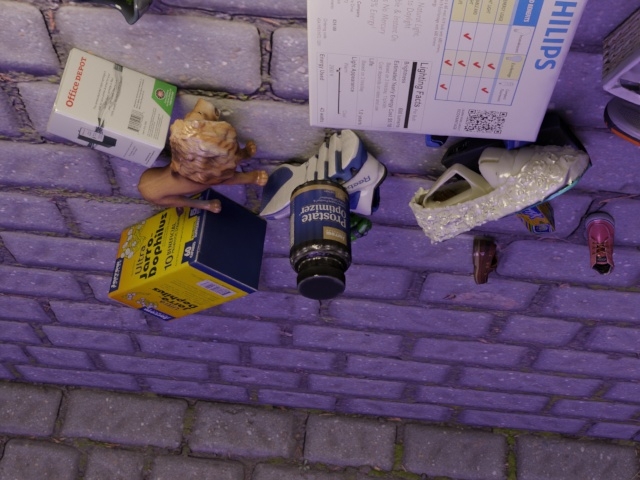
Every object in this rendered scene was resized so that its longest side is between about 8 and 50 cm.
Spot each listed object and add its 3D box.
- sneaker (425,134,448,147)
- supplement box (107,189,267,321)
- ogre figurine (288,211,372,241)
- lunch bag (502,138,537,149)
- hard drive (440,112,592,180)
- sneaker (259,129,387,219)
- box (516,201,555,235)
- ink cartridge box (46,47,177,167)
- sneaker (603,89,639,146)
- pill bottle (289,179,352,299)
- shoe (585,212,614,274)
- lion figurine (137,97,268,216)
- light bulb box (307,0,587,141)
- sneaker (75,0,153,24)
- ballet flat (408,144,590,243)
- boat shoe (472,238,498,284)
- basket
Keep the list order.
[{"bbox_3d":[0.241,-0.239,1.525,0.090,0.082,0.232,12,152,7],"label":"sneaker"},{"bbox_3d":[-0.328,0.047,2.095,0.356,0.194,0.195,-21,142,40],"label":"supplement box"},{"bbox_3d":[0.010,-0.032,1.999,0.196,0.097,0.118,1,137,-24],"label":"ogre figurine"},{"bbox_3d":[0.352,-0.221,1.569,0.065,0.099,0.067,-14,149,0],"label":"lunch bag"},{"bbox_3d":[0.387,-0.168,1.699,0.254,0.054,0.172,-15,145,36],"label":"hard drive"},{"bbox_3d":[0.024,-0.102,1.820,0.182,0.128,0.315,29,143,-33],"label":"sneaker"},{"bbox_3d":[0.454,-0.076,1.853,0.054,0.059,0.169,-15,146,30],"label":"box"},{"bbox_3d":[-0.391,-0.247,1.605,0.208,0.153,0.087,19,148,-21],"label":"ink cartridge box"},{"bbox_3d":[0.635,-0.163,1.585,0.320,0.125,0.180,14,150,-14],"label":"sneaker"},{"bbox_3d":[0.000,0.000,1.677,0.122,0.219,0.123,-1,147,-1],"label":"pill bottle"},{"bbox_3d":[0.643,0.011,1.954,0.063,0.081,0.178,-5,150,20],"label":"shoe"},{"bbox_3d":[-0.274,-0.136,1.754,0.240,0.142,0.392,0,155,-44],"label":"lion figurine"},{"bbox_3d":[0.167,-0.341,1.240,0.360,0.225,0.358,4,151,2],"label":"light bulb box"},{"bbox_3d":[-0.371,-0.435,1.282,0.299,0.121,0.111,22,147,-28],"label":"sneaker"},{"bbox_3d":[0.317,-0.102,1.649,0.147,0.147,0.409,23,150,-28],"label":"ballet flat"},{"bbox_3d":[0.407,0.058,2.107,0.060,0.064,0.178,1,149,13],"label":"boat shoe"},{"bbox_3d":[0.541,-0.306,1.361,0.113,0.103,0.167,17,151,-20],"label":"basket"}]
